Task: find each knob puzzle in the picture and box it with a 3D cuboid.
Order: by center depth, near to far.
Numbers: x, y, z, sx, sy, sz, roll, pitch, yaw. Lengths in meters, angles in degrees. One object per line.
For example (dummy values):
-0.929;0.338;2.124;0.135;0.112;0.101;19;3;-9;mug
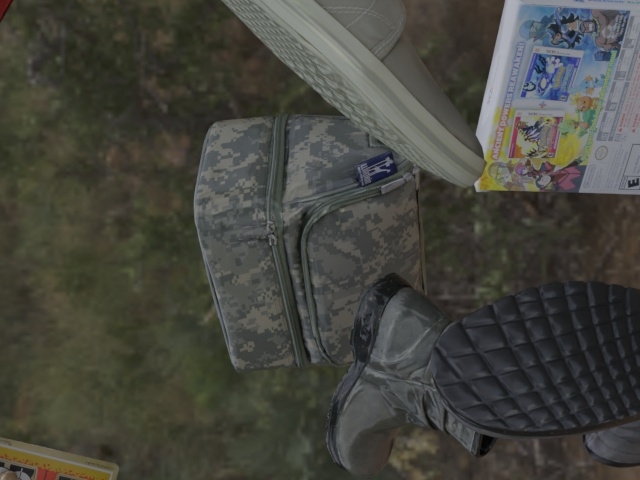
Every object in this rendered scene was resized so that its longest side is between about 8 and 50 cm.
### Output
-0.300;0.311;1.294;0.030;0.213;0.213;-2;87;50;knob puzzle

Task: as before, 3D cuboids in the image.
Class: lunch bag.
0.000;0.000;1.505;0.212;0.256;0.305;-89;-7;-50;lunch bag

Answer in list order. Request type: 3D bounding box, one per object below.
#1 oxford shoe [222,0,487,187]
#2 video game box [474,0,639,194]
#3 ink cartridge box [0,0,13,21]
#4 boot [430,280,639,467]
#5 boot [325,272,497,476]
-0.005;-0.209;0.981;0.130;0.449;0.169;-48;21;-6;oxford shoe
0.251;-0.138;1.198;0.048;0.187;0.205;-106;20;-52;video game box
-0.231;-0.165;0.651;0.272;0.130;0.309;-25;32;24;ink cartridge box
0.240;0.124;0.993;0.223;0.338;0.118;98;160;-57;boot
0.095;0.164;1.196;0.161;0.083;0.246;33;130;32;boot
